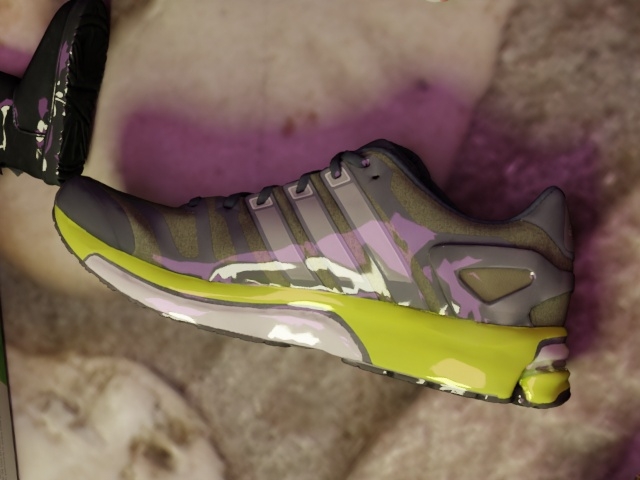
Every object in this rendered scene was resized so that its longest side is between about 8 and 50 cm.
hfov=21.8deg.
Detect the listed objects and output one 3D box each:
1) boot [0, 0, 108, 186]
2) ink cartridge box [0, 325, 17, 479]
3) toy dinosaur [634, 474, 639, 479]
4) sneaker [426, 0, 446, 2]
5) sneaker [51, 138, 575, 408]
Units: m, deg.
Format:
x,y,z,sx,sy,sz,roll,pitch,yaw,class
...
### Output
x,y,z,sx,sy,sz,roll,pitch,yaw,class
-0.181,-0.092,0.972,0.099,0.045,0.121,15,100,19,boot
-0.263,0.100,0.922,0.093,0.219,0.160,-4,94,18,ink cartridge box
0.180,0.181,0.782,0.322,0.218,0.164,19,124,57,toy dinosaur
0.093,-0.187,0.867,0.070,0.051,0.134,14,95,21,sneaker
0.000,0.000,0.900,0.300,0.111,0.121,14,89,11,sneaker
